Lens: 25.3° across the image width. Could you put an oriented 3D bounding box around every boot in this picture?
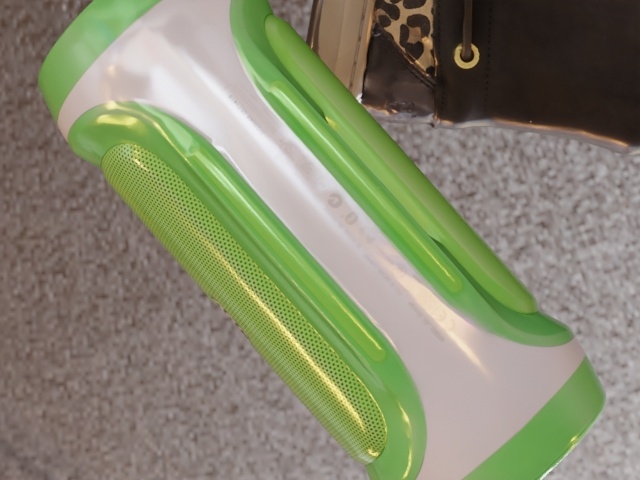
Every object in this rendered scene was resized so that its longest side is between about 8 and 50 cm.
[{"bbox_3d":[0.160,-0.227,0.861,0.284,0.138,0.377,15,97,0],"label":"boot"}]

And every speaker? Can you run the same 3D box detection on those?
[{"bbox_3d":[0.000,0.000,0.693,0.296,0.131,0.131,48,123,4],"label":"speaker"}]
